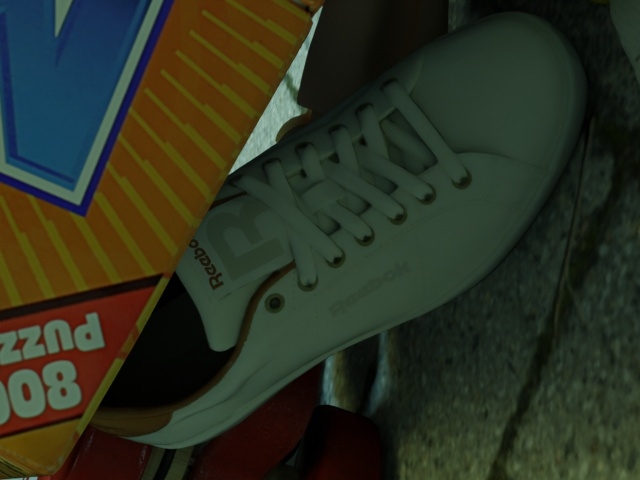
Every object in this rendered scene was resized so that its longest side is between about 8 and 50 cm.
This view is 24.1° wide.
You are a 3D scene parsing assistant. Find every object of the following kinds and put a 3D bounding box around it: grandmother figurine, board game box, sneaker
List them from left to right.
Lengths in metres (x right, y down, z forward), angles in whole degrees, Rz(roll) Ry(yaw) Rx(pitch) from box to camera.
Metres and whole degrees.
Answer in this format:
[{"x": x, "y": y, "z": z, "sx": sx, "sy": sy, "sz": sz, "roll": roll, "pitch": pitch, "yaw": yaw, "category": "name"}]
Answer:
[{"x": -0.204, "y": -0.139, "z": 0.630, "sx": 0.356, "sy": 0.356, "sz": 0.356, "roll": -62, "pitch": 12, "yaw": -17, "category": "board game box"}, {"x": 0.000, "y": 0.000, "z": 0.689, "sx": 0.290, "sy": 0.123, "sz": 0.106, "roll": -42, "pitch": 72, "yaw": 10, "category": "sneaker"}, {"x": 0.044, "y": -0.212, "z": 0.823, "sx": 0.208, "sy": 0.104, "sz": 0.342, "roll": -129, "pitch": 49, "yaw": -75, "category": "grandmother figurine"}]

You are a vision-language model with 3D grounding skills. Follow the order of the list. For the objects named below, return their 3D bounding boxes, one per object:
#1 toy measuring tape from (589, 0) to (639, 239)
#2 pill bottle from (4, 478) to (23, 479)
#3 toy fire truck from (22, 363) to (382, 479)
[{"x": 0.094, "y": -0.145, "z": 0.657, "sx": 0.121, "sy": 0.121, "sz": 0.330, "roll": 125, "pitch": 149, "yaw": -50, "category": "toy measuring tape"}, {"x": -0.250, "y": 0.062, "z": 1.340, "sx": 0.229, "sy": 0.229, "sz": 0.407, "roll": 129, "pitch": 147, "yaw": -53, "category": "pill bottle"}, {"x": -0.071, "y": 0.090, "z": 0.934, "sx": 0.302, "sy": 0.169, "sz": 0.254, "roll": 127, "pitch": 156, "yaw": -50, "category": "toy fire truck"}]
